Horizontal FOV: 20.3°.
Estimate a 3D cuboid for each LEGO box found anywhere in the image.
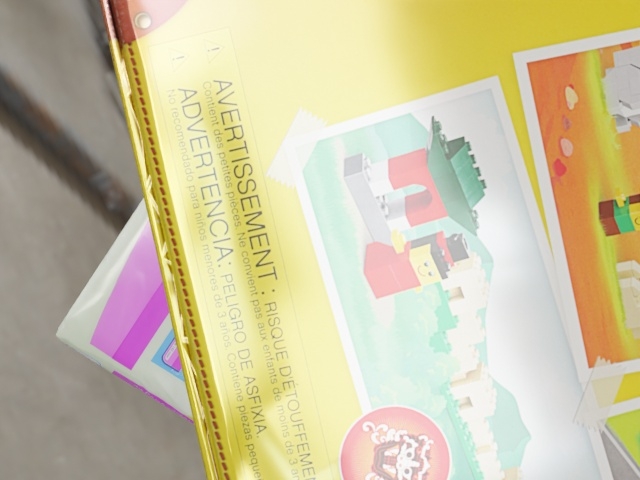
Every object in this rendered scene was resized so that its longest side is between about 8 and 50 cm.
[{"bbox_3d":[0.130,0.055,0.876,0.193,0.372,0.500,47,31,-85],"label":"LEGO box"}]

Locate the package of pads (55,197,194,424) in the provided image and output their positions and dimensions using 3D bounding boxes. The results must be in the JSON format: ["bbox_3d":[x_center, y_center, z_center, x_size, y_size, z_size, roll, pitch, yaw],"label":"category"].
[{"bbox_3d":[0.000,0.000,1.189,0.229,0.296,0.101,33,3,-5],"label":"package of pads"}]
